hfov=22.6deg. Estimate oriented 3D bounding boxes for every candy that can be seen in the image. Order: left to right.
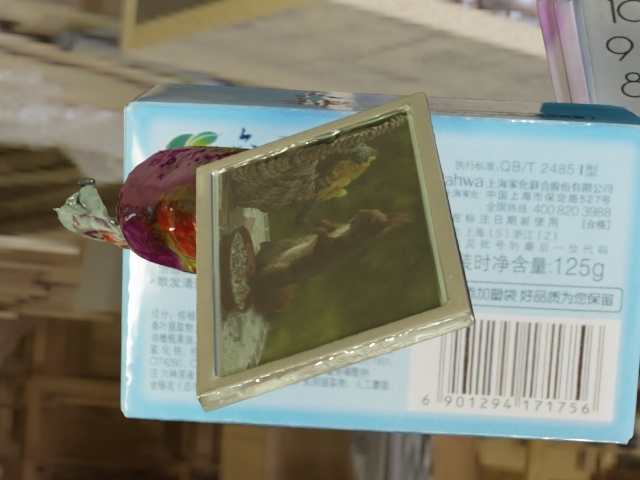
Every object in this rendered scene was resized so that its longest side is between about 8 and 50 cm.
[{"bbox_3d":[-0.024,-0.008,0.513,0.175,0.043,0.045,6,149,46],"label":"candy"}]

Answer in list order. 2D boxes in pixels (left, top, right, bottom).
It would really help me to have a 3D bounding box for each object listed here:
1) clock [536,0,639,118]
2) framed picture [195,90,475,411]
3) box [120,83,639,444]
[{"bbox_3d":[0.224,-0.112,0.869,0.197,0.063,0.150,-1,145,16],"label":"clock"},{"bbox_3d":[0.000,0.000,0.385,0.066,0.089,0.007,-18,127,10],"label":"framed picture"},{"bbox_3d":[0.028,0.008,0.726,0.232,0.143,0.083,3,-168,3],"label":"box"}]
